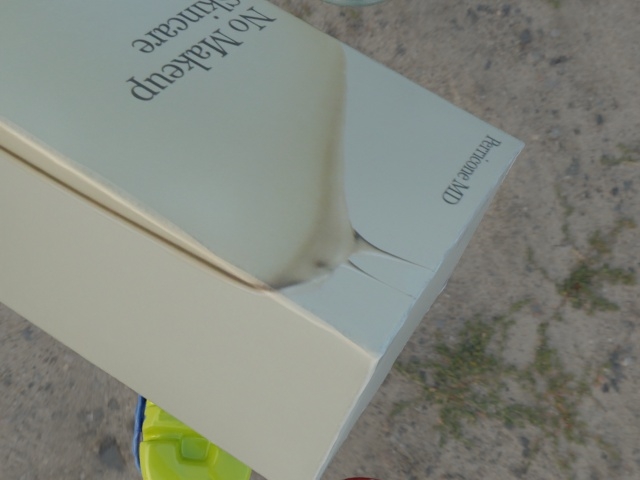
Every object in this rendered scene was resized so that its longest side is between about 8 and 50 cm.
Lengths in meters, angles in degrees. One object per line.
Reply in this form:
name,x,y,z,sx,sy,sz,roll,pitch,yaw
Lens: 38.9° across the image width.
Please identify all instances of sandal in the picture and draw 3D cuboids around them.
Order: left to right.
sandal,-0.128,0.118,0.891,0.126,0.138,0.317,13,60,-12

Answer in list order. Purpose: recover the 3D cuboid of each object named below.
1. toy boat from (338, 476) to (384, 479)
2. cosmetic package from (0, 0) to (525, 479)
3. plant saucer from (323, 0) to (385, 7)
toy boat,0.025,0.326,0.808,0.151,0.151,0.231,9,69,18
cosmetic package,-0.087,-0.045,0.412,0.310,0.113,0.160,30,45,10
plant saucer,0.047,-0.359,1.096,0.195,0.195,0.037,8,45,-12
